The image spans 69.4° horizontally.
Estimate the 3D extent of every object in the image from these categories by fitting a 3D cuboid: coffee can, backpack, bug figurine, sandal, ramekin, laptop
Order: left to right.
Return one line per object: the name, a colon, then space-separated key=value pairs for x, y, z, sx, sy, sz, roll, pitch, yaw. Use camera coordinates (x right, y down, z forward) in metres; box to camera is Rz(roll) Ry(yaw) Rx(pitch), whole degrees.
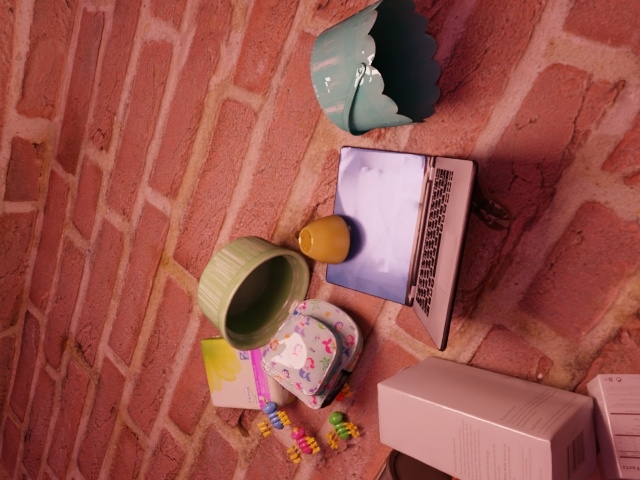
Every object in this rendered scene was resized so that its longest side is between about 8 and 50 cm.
ramekin: x=-0.187 y=0.135 z=1.272 sx=0.148 sy=0.303 sz=0.303 roll=30 pitch=112 yaw=34
bug figurine: x=-0.025 y=0.499 z=1.310 sx=0.279 sy=0.072 sz=0.216 roll=-25 pitch=95 yaw=3
backpack: x=-0.016 y=0.285 z=1.222 sx=0.225 sy=0.191 sz=0.253 roll=32 pitch=77 yaw=23
laptop: x=0.154 y=-0.013 z=1.074 sx=0.236 sy=0.408 sz=0.382 roll=5 pitch=102 yaw=-3
coffee can: x=0.207 y=0.687 z=1.151 sx=0.201 sy=0.201 sz=0.275 roll=31 pitch=113 yaw=25
sandal: x=0.357 y=-0.097 z=1.041 sx=0.180 sy=0.049 sz=0.072 roll=46 pitch=124 yaw=2

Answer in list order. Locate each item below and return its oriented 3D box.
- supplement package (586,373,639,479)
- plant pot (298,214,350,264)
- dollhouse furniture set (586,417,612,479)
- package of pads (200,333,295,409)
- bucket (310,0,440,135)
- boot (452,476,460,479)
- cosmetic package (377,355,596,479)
supplement package: x=0.583 y=0.351 z=0.866 sx=0.105 sy=0.105 sz=0.179 roll=-4 pitch=63 yaw=15
plant pot: x=0.000 y=0.000 z=1.218 sx=0.134 sy=0.095 sz=0.134 roll=7 pitch=99 yaw=57
dollhouse furniture set: x=0.535 y=0.581 z=1.014 sx=0.303 sy=0.174 sz=0.355 roll=-32 pitch=47 yaw=50
package of pads: x=-0.229 y=0.408 z=1.447 sx=0.296 sy=0.101 sz=0.229 roll=-10 pitch=90 yaw=34
bucket: x=0.123 y=-0.372 z=1.019 sx=0.183 sy=0.281 sz=0.281 roll=-3 pitch=96 yaw=41
boot: x=0.327 y=0.547 z=1.083 sx=0.197 sy=0.152 sz=0.073 roll=20 pitch=107 yaw=29
cosmetic package: x=0.330 y=0.381 z=0.972 sx=0.385 sy=0.217 sz=0.156 roll=1 pitch=99 yaw=49
